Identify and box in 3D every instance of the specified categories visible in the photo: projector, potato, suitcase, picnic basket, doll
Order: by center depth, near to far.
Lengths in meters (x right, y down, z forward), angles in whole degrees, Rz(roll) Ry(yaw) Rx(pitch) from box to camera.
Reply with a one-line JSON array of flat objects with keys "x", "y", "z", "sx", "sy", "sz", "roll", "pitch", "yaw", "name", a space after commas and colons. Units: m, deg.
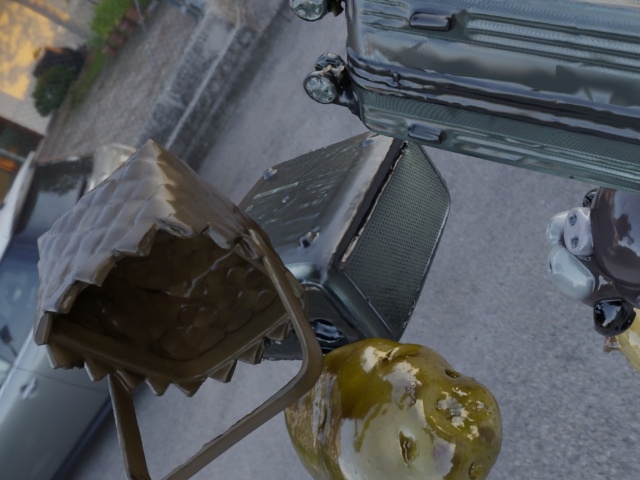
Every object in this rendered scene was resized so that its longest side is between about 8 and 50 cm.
[{"x": 0.158, "y": -0.144, "z": 0.349, "sx": 0.312, "sy": 0.128, "sz": 0.202, "roll": 17, "pitch": 58, "yaw": 21, "name": "suitcase"}, {"x": 0.327, "y": -0.002, "z": 0.576, "sx": 0.257, "sy": 0.117, "sz": 0.182, "roll": 107, "pitch": 170, "yaw": -72, "name": "doll"}, {"x": -0.155, "y": 0.087, "z": 0.639, "sx": 0.254, "sy": 0.291, "sz": 0.321, "roll": -37, "pitch": 53, "yaw": 10, "name": "picnic basket"}, {"x": 0.056, "y": 0.229, "z": 0.691, "sx": 0.176, "sy": 0.195, "sz": 0.369, "roll": -32, "pitch": 7, "yaw": -30, "name": "potato"}, {"x": 0.000, "y": 0.000, "z": 1.054, "sx": 0.395, "sy": 0.242, "sz": 0.405, "roll": -13, "pitch": 37, "yaw": 43, "name": "projector"}]

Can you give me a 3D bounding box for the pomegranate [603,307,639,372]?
[{"x": 0.582, "y": 0.153, "z": 0.948, "sx": 0.196, "sy": 0.196, "sz": 0.196, "roll": -37, "pitch": 40, "yaw": 40, "name": "pomegranate"}]
